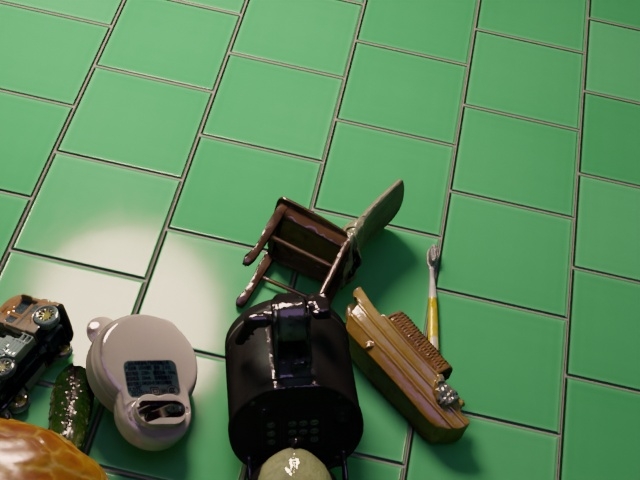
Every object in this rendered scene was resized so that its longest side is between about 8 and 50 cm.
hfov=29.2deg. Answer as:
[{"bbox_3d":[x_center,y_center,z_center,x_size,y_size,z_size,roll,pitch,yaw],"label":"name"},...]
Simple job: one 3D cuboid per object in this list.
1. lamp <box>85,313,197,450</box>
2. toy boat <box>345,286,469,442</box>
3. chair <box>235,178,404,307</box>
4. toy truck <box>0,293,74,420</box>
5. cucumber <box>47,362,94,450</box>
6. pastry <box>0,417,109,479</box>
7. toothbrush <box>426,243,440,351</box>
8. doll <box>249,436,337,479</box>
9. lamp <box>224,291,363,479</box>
[{"bbox_3d":[-0.283,0.229,1.963,0.179,0.108,0.246,1,52,-26],"label":"lamp"},{"bbox_3d":[0.143,0.205,2.064,0.115,0.089,0.310,-31,62,-28],"label":"toy boat"},{"bbox_3d":[0.000,0.000,2.170,0.186,0.160,0.319,25,53,9],"label":"chair"},{"bbox_3d":[-0.518,0.197,1.957,0.140,0.108,0.256,18,52,23],"label":"toy truck"},{"bbox_3d":[-0.390,0.270,1.910,0.069,0.069,0.227,3,31,-7],"label":"cucumber"},{"bbox_3d":[-0.449,0.412,1.652,0.389,0.312,0.388,6,53,-8],"label":"pastry"},{"bbox_3d":[0.201,0.121,2.187,0.021,0.024,0.288,8,50,-5],"label":"toothbrush"},{"bbox_3d":[-0.036,0.400,1.727,0.143,0.135,0.234,-1,45,-2],"label":"doll"},{"bbox_3d":[-0.045,0.232,1.930,0.205,0.374,0.272,-3,19,-4],"label":"lamp"}]
